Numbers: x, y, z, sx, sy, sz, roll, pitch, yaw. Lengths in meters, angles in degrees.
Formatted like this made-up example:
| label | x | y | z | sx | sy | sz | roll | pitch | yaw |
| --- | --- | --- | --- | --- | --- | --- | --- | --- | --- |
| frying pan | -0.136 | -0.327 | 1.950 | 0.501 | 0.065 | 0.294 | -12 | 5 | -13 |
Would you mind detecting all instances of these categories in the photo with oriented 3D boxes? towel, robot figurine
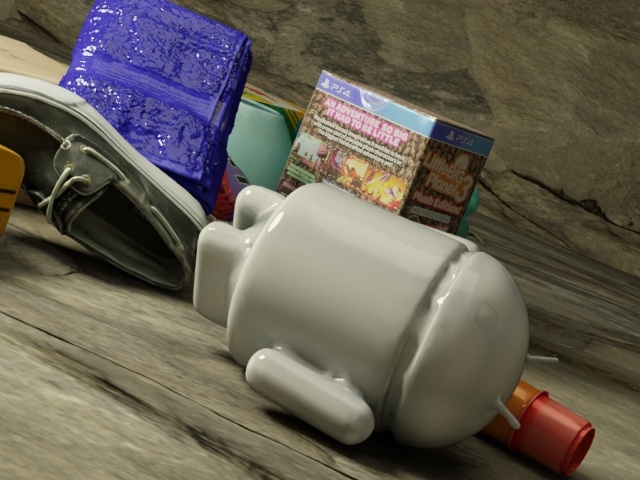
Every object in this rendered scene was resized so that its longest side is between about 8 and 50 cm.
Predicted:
| label | x | y | z | sx | sy | sz | roll | pitch | yaw |
| --- | --- | --- | --- | --- | --- | --- | --- | --- | --- |
| towel | -0.203 | -0.190 | 1.520 | 0.227 | 0.076 | 0.308 | 25 | 45 | -16 |
| robot figurine | 0.050 | 0.072 | 1.184 | 0.353 | 0.200 | 0.300 | 24 | 46 | 17 |

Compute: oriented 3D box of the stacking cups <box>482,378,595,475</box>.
| label | x | y | z | sx | sy | sz | roll | pitch | yaw |
| --- | --- | --- | --- | --- | --- | --- | --- | --- | --- |
| stacking cups | 0.143 | 0.151 | 1.325 | 0.316 | 0.096 | 0.096 | 30 | 12 | 31 |

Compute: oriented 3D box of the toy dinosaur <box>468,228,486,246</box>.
| label | x | y | z | sx | sy | sz | roll | pitch | yaw |
| --- | --- | --- | --- | --- | --- | --- | --- | --- | --- |
| toy dinosaur | 0.157 | -0.008 | 2.304 | 0.313 | 0.121 | 0.160 | 25 | 20 | -8 |

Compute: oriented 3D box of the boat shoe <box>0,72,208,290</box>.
| label | x | y | z | sx | sy | sz | roll | pitch | yaw |
| --- | --- | --- | --- | --- | --- | --- | --- | --- | --- |
| boat shoe | -0.260 | -0.064 | 1.348 | 0.335 | 0.121 | 0.119 | 32 | 27 | -22 |

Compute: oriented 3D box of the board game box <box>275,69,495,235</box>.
| label | x | y | z | sx | sy | sz | roll | pitch | yaw |
| --- | --- | --- | --- | --- | --- | --- | --- | --- | --- |
| board game box | 0.070 | -0.059 | 1.726 | 0.141 | 0.291 | 0.232 | 12 | 14 | -47 |

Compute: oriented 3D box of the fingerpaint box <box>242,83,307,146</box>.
| label | x | y | z | sx | sy | sz | roll | pitch | yaw |
| --- | --- | --- | --- | --- | --- | --- | --- | --- | --- |
| fingerpaint box | -0.274 | -0.310 | 2.819 | 0.445 | 0.163 | 0.371 | 27 | 11 | 27 |

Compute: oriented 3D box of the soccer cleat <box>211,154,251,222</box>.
| label | x | y | z | sx | sy | sz | roll | pitch | yaw |
| --- | --- | --- | --- | --- | --- | --- | --- | --- | --- |
| soccer cleat | -0.168 | -0.097 | 1.703 | 0.116 | 0.108 | 0.318 | 40 | -13 | 51 |

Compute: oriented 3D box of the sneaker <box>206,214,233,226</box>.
| label | x | y | z | sx | sy | sz | roll | pitch | yaw |
| --- | --- | --- | --- | --- | --- | --- | --- | --- | --- |
| sneaker | -0.157 | -0.008 | 1.703 | 0.158 | 0.061 | 0.065 | 25 | -18 | 13 |

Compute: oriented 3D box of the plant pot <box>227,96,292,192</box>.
| label | x | y | z | sx | sy | sz | roll | pitch | yaw |
| --- | --- | --- | --- | --- | --- | --- | --- | --- | --- |
| plant pot | -0.155 | -0.132 | 1.939 | 0.290 | 0.195 | 0.290 | 21 | 9 | -4 |

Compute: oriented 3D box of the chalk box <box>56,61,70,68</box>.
| label | x | y | z | sx | sy | sz | roll | pitch | yaw |
| --- | --- | --- | --- | --- | --- | --- | --- | --- | --- |
| chalk box | -0.430 | -0.225 | 2.045 | 0.132 | 0.132 | 0.213 | 28 | 11 | 38 |

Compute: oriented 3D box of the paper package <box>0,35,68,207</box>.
| label | x | y | z | sx | sy | sz | roll | pitch | yaw |
| --- | --- | --- | --- | --- | --- | --- | --- | --- | --- |
| paper package | -0.454 | -0.177 | 1.594 | 0.309 | 0.168 | 0.325 | 13 | 13 | -46 |

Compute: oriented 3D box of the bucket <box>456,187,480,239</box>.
| label | x | y | z | sx | sy | sz | roll | pitch | yaw |
| --- | --- | --- | --- | --- | --- | --- | --- | --- | --- |
| bucket | 0.102 | -0.083 | 1.970 | 0.183 | 0.281 | 0.281 | 21 | 7 | -36 |

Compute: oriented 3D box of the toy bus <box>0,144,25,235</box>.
| label | x | y | z | sx | sy | sz | roll | pitch | yaw |
| --- | --- | --- | --- | --- | --- | --- | --- | --- | --- |
| toy bus | -0.432 | -0.074 | 1.145 | 0.108 | 0.130 | 0.332 | 27 | 10 | 26 |
